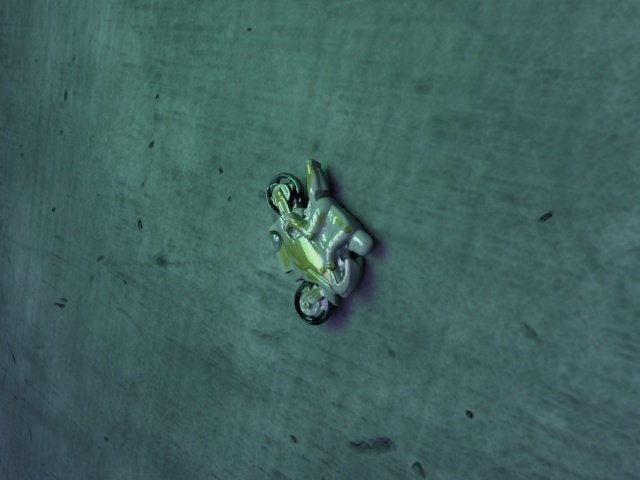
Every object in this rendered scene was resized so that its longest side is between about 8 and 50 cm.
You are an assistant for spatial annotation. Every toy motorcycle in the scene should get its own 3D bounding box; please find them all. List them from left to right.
[{"bbox_3d":[0.000,0.000,0.622,0.151,0.074,0.229,-17,82,29],"label":"toy motorcycle"}]
